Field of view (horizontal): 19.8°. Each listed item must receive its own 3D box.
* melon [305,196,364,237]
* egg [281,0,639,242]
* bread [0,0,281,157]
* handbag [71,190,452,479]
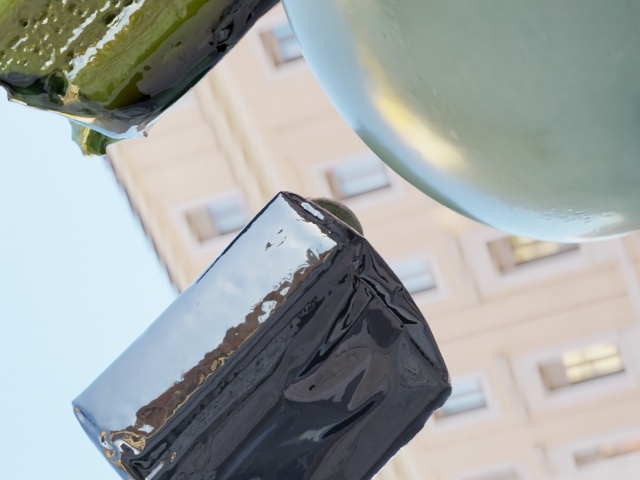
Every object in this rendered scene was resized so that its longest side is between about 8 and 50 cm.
[{"bbox_3d":[0.000,0.000,2.066,0.162,0.099,0.099,34,-138,-80],"label":"melon"},{"bbox_3d":[0.120,-0.160,1.104,0.389,0.276,0.276,50,-154,-33],"label":"egg"},{"bbox_3d":[-0.180,-0.271,1.908,0.251,0.376,0.208,43,179,7],"label":"bread"},{"bbox_3d":[-0.049,0.135,1.697,0.178,0.302,0.275,37,170,40],"label":"handbag"}]
